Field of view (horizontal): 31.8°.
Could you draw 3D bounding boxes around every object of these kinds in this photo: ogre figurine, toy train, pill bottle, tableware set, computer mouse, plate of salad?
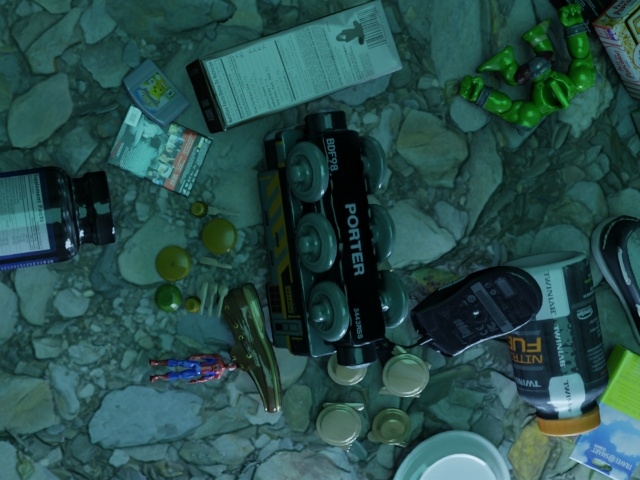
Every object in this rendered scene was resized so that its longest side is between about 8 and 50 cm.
[{"bbox_3d":[0.301,-0.229,1.567,0.197,0.097,0.118,-35,91,-17],"label":"ogre figurine"},{"bbox_3d":[0.000,0.000,1.457,0.142,0.190,0.334,-11,93,-36],"label":"toy train"},{"bbox_3d":[0.330,0.146,1.574,0.130,0.130,0.245,-12,95,-12],"label":"pill bottle"},{"bbox_3d":[0.070,0.218,1.555,0.141,0.020,0.168,11,105,-4],"label":"tableware set"},{"bbox_3d":[-0.372,-0.027,1.403,0.219,0.123,0.123,-8,95,-13],"label":"pill bottle"},{"bbox_3d":[-0.166,0.024,1.501,0.104,0.024,0.154,10,90,5],"label":"tableware set"},{"bbox_3d":[0.159,0.078,1.528,0.262,0.060,0.184,-36,104,27],"label":"computer mouse"},{"bbox_3d":[0.180,0.365,1.593,0.200,0.048,0.200,-2,96,-24],"label":"plate of salad"}]

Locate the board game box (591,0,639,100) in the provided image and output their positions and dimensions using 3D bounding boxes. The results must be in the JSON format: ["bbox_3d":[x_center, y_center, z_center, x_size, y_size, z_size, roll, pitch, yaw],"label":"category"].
[{"bbox_3d":[0.495,-0.316,1.608,0.193,0.045,0.147,-43,122,-8],"label":"board game box"}]

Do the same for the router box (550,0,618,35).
[{"bbox_3d":[0.369,-0.399,1.598,0.133,0.046,0.179,-41,101,-9],"label":"router box"}]

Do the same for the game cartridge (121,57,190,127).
[{"bbox_3d":[-0.218,-0.192,1.477,0.056,0.017,0.083,-44,95,-15],"label":"game cartridge"}]

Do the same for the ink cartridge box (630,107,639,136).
[{"bbox_3d":[0.590,-0.160,1.639,0.219,0.092,0.160,-26,99,-10],"label":"ink cartridge box"}]

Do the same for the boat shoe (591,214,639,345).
[{"bbox_3d":[0.503,0.096,1.632,0.114,0.091,0.302,-43,101,-8],"label":"boat shoe"}]

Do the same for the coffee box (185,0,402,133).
[{"bbox_3d":[-0.038,-0.225,1.463,0.246,0.141,0.098,-21,98,-10],"label":"coffee box"}]

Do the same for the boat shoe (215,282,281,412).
[{"bbox_3d":[-0.094,0.148,1.512,0.060,0.064,0.178,-16,89,-2],"label":"boat shoe"}]

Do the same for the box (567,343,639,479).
[{"bbox_3d":[0.441,0.254,1.642,0.109,0.042,0.178,27,96,-12],"label":"box"}]

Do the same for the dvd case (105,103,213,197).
[{"bbox_3d":[-0.213,-0.119,1.492,0.119,0.013,0.087,23,88,-14],"label":"dvd case"}]

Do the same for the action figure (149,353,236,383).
[{"bbox_3d":[-0.170,0.172,1.511,0.115,0.030,0.038,-3,89,-15],"label":"action figure"}]
